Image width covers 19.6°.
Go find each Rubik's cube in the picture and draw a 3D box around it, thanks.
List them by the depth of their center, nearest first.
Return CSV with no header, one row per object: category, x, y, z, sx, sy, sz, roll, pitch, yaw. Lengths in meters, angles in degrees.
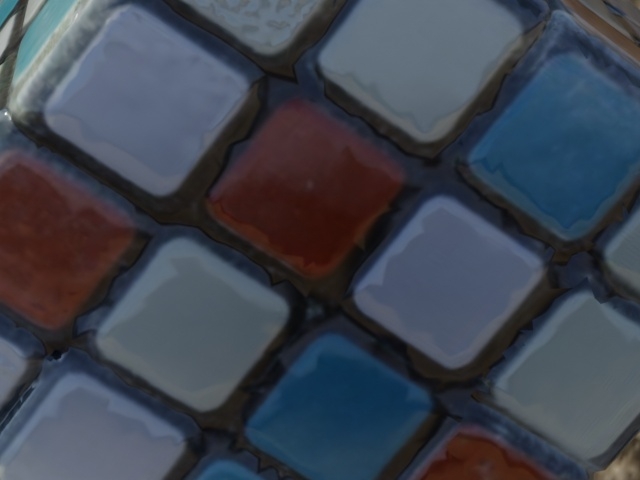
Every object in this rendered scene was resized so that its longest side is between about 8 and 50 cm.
Rubik's cube,-0.011,-0.028,0.722,0.253,0.256,0.259,33,17,-19
